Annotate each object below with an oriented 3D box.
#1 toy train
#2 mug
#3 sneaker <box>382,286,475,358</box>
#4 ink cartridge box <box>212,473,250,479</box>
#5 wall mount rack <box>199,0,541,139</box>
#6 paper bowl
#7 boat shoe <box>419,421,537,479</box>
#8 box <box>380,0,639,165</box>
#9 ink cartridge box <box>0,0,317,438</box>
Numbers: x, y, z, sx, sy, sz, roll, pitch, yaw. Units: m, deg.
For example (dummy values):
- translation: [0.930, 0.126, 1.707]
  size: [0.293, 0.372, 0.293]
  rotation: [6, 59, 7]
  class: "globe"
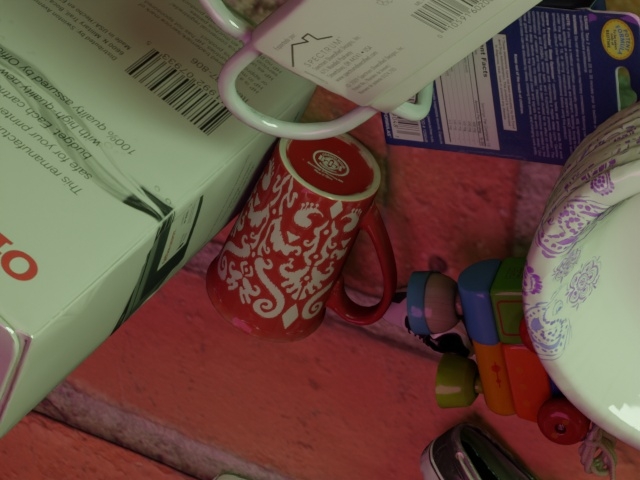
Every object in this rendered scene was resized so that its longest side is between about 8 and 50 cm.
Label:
- translation: [0.160, 0.124, 1.303]
  size: [0.143, 0.105, 0.248]
  rotation: [-1, 122, 24]
  class: "toy train"
- translation: [-0.004, -0.007, 1.356]
  size: [0.150, 0.113, 0.169]
  rotation: [7, 134, -21]
  class: "mug"
- translation: [0.095, 0.072, 1.372]
  size: [0.109, 0.044, 0.040]
  rotation: [14, 131, 29]
  class: "sneaker"
- translation: [-0.054, 0.371, 1.674]
  size: [0.158, 0.092, 0.218]
  rotation: [15, 128, 27]
  class: "ink cartridge box"
- translation: [0.015, -0.211, 1.028]
  size: [0.304, 0.130, 0.350]
  rotation: [24, 145, -27]
  class: "wall mount rack"
- translation: [0.291, 0.018, 1.090]
  size: [0.284, 0.148, 0.284]
  rotation: [12, 132, 13]
  class: "paper bowl"
- translation: [0.183, 0.256, 1.423]
  size: [0.219, 0.078, 0.070]
  rotation: [45, 138, 1]
  class: "boat shoe"
- translation: [0.144, -0.125, 1.189]
  size: [0.225, 0.036, 0.136]
  rotation: [10, 128, 31]
  class: "box"
- translation: [-0.234, -0.070, 1.245]
  size: [0.285, 0.395, 0.166]
  rotation: [37, 136, 7]
  class: "ink cartridge box"
